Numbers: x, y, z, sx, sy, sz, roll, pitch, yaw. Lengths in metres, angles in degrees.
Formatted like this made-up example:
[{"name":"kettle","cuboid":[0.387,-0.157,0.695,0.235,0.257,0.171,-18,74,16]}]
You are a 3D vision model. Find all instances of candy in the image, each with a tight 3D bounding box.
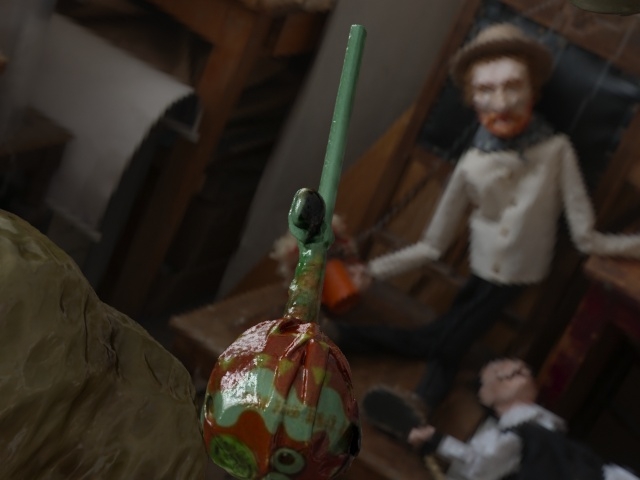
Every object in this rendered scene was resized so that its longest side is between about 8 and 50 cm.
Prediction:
[{"name":"candy","cuboid":[0.001,0.000,0.797,0.084,0.078,0.287,12,63,2]}]

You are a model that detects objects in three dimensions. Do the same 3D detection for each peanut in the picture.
[{"name":"peanut","cuboid":[-0.149,0.086,0.599,0.233,0.197,0.110,43,18,-47]}]

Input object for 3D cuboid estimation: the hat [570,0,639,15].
[{"name":"hat","cuboid":[0.197,-0.242,0.864,0.166,0.173,0.144,-28,55,-5]}]
